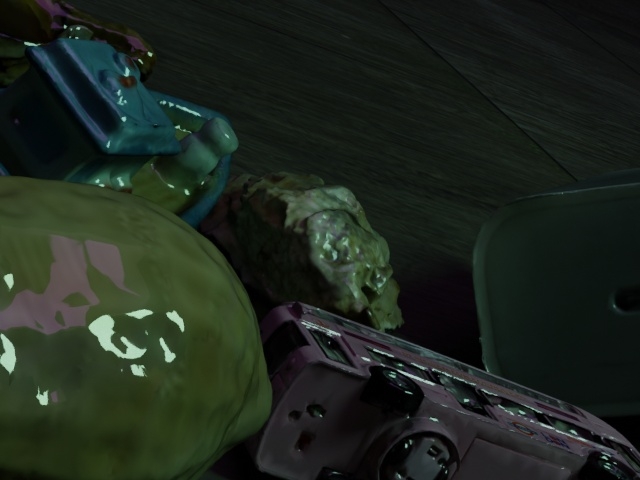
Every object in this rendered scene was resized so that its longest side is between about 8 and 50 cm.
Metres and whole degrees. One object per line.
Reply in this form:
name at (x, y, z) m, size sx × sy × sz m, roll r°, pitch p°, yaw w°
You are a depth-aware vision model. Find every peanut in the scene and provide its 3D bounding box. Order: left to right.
peanut at (-0.135, 0.027, 0.606) m, size 0.313 × 0.149 × 0.149 m, roll 12°, pitch 23°, yaw -42°

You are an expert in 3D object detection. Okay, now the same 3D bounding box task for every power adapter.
power adapter at (0.213, 0.019, 1.101) m, size 0.187 × 0.124 × 0.255 m, roll -5°, pitch 3°, yaw 23°

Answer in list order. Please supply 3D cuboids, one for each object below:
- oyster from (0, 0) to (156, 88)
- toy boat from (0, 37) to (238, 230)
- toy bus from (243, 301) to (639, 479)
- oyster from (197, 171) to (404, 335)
oyster at (-0.247, -0.115, 0.949) m, size 0.345 × 0.078 × 0.128 m, roll 12°, pitch 18°, yaw -22°
toy boat at (-0.098, -0.046, 0.909) m, size 0.109 × 0.098 × 0.238 m, roll 51°, pitch 15°, yaw 9°
toy bus at (0.056, 0.090, 0.844) m, size 0.203 × 0.063 × 0.090 m, roll 22°, pitch 14°, yaw -26°
oyster at (-0.007, -0.005, 1.013) m, size 0.133 × 0.072 × 0.209 m, roll 33°, pitch 15°, yaw 7°
